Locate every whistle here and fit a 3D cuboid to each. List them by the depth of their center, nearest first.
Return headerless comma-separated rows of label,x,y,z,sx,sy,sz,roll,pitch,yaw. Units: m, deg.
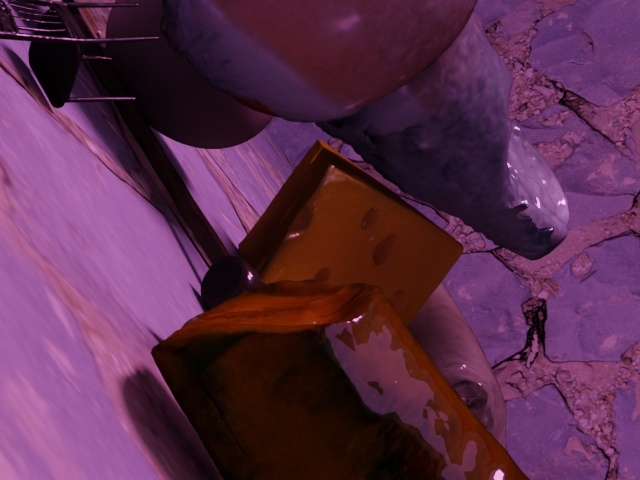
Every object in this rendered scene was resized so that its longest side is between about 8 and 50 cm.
whistle,0.030,-0.104,0.760,0.348,0.189,0.189,49,5,-32

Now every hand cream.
hand cream,-0.141,-0.145,0.950,0.061,0.039,0.143,62,13,14

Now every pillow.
pillow,0.072,0.098,0.914,0.181,0.078,0.134,-116,-163,-51

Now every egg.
egg,-0.076,-0.113,0.845,0.135,0.103,0.103,50,5,-48

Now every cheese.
cheese,0.000,0.000,0.794,0.126,0.093,0.171,38,7,13

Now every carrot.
carrot,0.026,0.084,0.404,0.173,0.082,0.082,58,2,-7

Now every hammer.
hammer,-0.086,-0.044,0.710,0.292,0.029,0.058,55,0,44

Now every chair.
chair,-0.113,-0.080,0.560,0.086,0.042,0.037,0,44,-42
